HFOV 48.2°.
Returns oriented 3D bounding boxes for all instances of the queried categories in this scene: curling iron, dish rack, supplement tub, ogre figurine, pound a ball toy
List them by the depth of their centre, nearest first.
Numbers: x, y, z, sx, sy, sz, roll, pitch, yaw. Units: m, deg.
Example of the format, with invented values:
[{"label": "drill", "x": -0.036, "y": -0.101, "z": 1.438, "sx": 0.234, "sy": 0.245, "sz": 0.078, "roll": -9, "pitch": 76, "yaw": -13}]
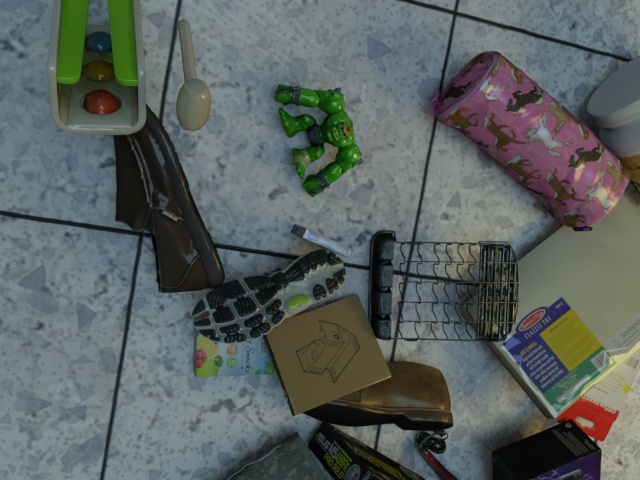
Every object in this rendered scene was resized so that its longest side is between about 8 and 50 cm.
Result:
[{"label": "pound a ball toy", "x": -0.283, "y": -0.258, "z": 1.051, "sx": 0.208, "sy": 0.319, "sz": 0.135, "roll": -2, "pitch": 137, "yaw": -16}, {"label": "ogre figurine", "x": 0.001, "y": -0.187, "z": 1.252, "sx": 0.118, "sy": 0.097, "sz": 0.197, "roll": -18, "pitch": 85, "yaw": 4}, {"label": "dish rack", "x": 0.227, "y": 0.090, "z": 1.322, "sx": 0.272, "sy": 0.074, "sz": 0.208, "roll": 1, "pitch": 97, "yaw": -2}, {"label": "supplement tub", "x": 0.686, "y": -0.191, "z": 1.374, "sx": 0.228, "sy": 0.228, "sz": 0.316, "roll": -46, "pitch": 105, "yaw": -7}, {"label": "curling iron", "x": 0.277, "y": 0.479, "z": 1.428, "sx": 0.068, "sy": 0.035, "sz": 0.274, "roll": -37, "pitch": 104, "yaw": -10}]

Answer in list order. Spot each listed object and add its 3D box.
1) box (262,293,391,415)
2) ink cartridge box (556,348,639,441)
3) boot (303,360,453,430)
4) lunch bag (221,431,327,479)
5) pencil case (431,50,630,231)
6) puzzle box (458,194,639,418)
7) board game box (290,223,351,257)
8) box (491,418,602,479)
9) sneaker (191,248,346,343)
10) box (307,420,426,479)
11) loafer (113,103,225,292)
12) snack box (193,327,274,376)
[{"label": "box", "x": 0.011, "y": 0.200, "z": 1.277, "sx": 0.201, "sy": 0.021, "sz": 0.164, "roll": -16, "pitch": 77, "yaw": -26}, {"label": "ink cartridge box", "x": 0.559, "y": 0.276, "z": 1.465, "sx": 0.134, "sy": 0.078, "sz": 0.231, "roll": 26, "pitch": 88, "yaw": -16}, {"label": "boot", "x": 0.096, "y": 0.286, "z": 1.341, "sx": 0.305, "sy": 0.112, "sz": 0.115, "roll": 7, "pitch": 63, "yaw": -12}, {"label": "lunch bag", "x": -0.067, "y": 0.517, "z": 1.269, "sx": 0.235, "sy": 0.169, "sz": 0.287, "roll": -32, "pitch": 96, "yaw": -7}, {"label": "pencil case", "x": 0.389, "y": -0.182, "z": 1.324, "sx": 0.386, "sy": 0.160, "sz": 0.167, "roll": 38, "pitch": 93, "yaw": -17}, {"label": "puzzle box", "x": 0.508, "y": 0.114, "z": 1.395, "sx": 0.409, "sy": 0.052, "sz": 0.272, "roll": -36, "pitch": 80, "yaw": -9}, {"label": "board game box", "x": 0.000, "y": 0.000, "z": 1.269, "sx": 0.090, "sy": 0.090, "sz": 0.020, "roll": 24, "pitch": 89, "yaw": -17}, {"label": "box", "x": 0.444, "y": 0.506, "z": 1.407, "sx": 0.184, "sy": 0.103, "sz": 0.261, "roll": -16, "pitch": 119, "yaw": -11}, {"label": "sneaker", "x": -0.085, "y": 0.108, "z": 1.241, "sx": 0.279, "sy": 0.118, "sz": 0.107, "roll": -19, "pitch": 79, "yaw": -14}, {"label": "box", "x": 0.127, "y": 0.444, "z": 1.277, "sx": 0.270, "sy": 0.216, "sz": 0.060, "roll": 35, "pitch": 87, "yaw": -21}, {"label": "loafer", "x": -0.276, "y": -0.068, "z": 1.159, "sx": 0.130, "sy": 0.134, "sz": 0.365, "roll": -25, "pitch": 102, "yaw": -13}, {"label": "snack box", "x": -0.152, "y": 0.188, "z": 1.272, "sx": 0.141, "sy": 0.037, "sz": 0.100, "roll": 1, "pitch": 96, "yaw": -17}]
